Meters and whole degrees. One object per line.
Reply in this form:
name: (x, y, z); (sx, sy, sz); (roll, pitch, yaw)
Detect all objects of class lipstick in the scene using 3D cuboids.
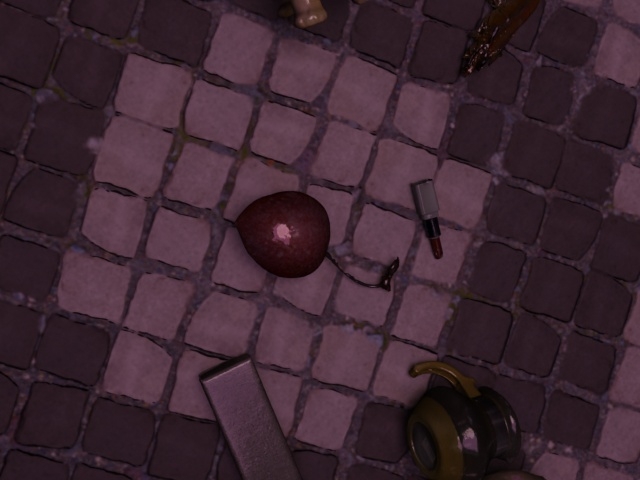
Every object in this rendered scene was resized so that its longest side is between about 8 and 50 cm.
lipstick: (0.144, -0.026, 0.955); (0.025, 0.025, 0.107); (-16, 101, -8)

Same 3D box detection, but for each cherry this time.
cherry: (0.000, 0.000, 0.908); (0.225, 0.090, 0.107); (12, 75, -28)

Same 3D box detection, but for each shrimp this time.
shrimp: (0.210, -0.306, 0.950); (0.124, 0.034, 0.178); (39, 84, -6)

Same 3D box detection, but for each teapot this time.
teapot: (0.174, 0.230, 0.932); (0.119, 0.130, 0.166); (-10, 62, -24)

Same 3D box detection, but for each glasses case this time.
glasses case: (-0.083, 0.249, 0.916); (0.070, 0.047, 0.205); (-23, 96, -12)

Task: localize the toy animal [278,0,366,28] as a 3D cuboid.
toy animal: (-0.008, -0.335, 0.819); (0.121, 0.233, 0.169); (-25, 105, -3)

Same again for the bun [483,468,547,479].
bun: (0.230, 0.428, 0.921); (0.272, 0.168, 0.273); (-1, 101, -6)
